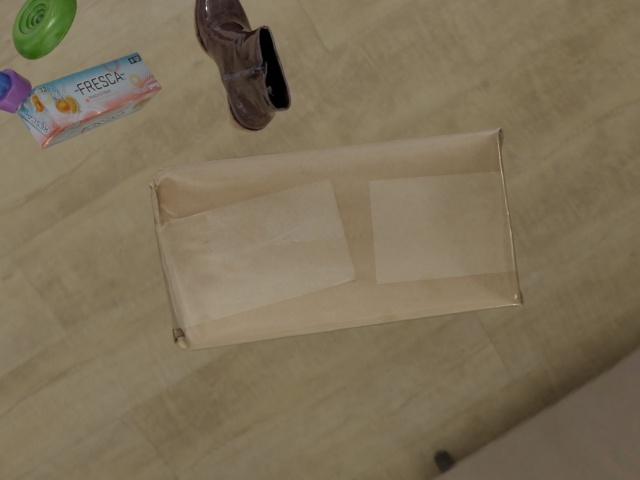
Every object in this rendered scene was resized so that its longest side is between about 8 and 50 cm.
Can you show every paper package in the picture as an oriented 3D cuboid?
[{"bbox_3d":[0.000,0.000,1.014,0.325,0.309,0.168,-8,90,-9],"label":"paper package"}]

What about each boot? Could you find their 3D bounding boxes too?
[{"bbox_3d":[-0.106,-0.286,1.459,0.090,0.207,0.248,-13,90,-22],"label":"boot"}]

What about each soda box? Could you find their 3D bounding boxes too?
[{"bbox_3d":[-0.289,-0.178,1.263,0.058,0.183,0.063,-34,90,40],"label":"soda box"}]

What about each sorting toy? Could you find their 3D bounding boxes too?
[{"bbox_3d":[-0.444,-0.378,1.511,0.126,0.127,0.365,34,72,-48],"label":"sorting toy"}]
